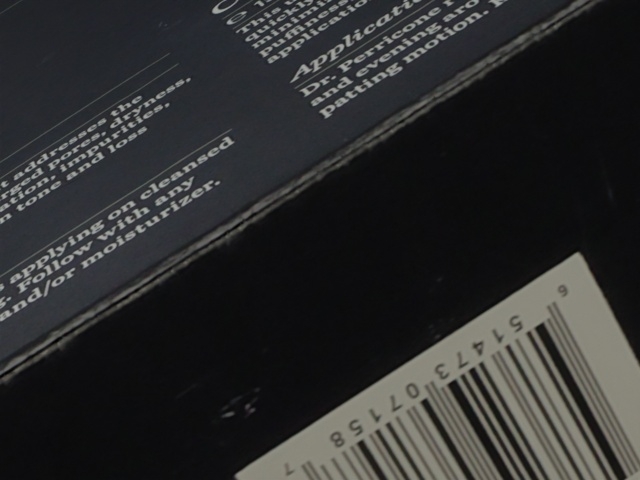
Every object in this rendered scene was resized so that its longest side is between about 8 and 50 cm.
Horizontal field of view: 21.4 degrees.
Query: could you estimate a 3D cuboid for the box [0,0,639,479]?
[{"bbox_3d":[0.000,0.000,0.532,0.179,0.343,0.312,59,177,-26],"label":"box"}]
